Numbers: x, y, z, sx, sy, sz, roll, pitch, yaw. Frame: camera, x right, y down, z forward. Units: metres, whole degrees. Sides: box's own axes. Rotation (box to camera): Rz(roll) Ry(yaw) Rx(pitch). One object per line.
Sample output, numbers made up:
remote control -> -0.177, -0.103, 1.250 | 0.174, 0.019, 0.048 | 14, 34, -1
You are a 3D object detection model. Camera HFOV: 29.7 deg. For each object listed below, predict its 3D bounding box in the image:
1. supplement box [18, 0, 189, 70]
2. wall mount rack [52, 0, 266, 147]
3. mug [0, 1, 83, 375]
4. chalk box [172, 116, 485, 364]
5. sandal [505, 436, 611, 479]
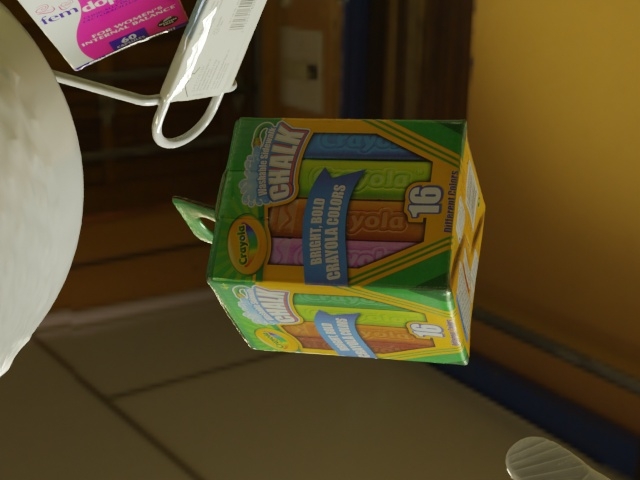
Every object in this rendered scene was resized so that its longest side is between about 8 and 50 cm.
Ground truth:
supplement box -> -0.188, -0.232, 0.944 | 0.111, 0.114, 0.220 | -23, 169, -1
wall mount rack -> -0.194, -0.278, 1.489 | 0.130, 0.350, 0.304 | 42, -146, 24
mug -> -0.279, -0.032, 0.515 | 0.276, 0.374, 0.328 | 5, -160, 4
chalk box -> 0.000, 0.000, 1.162 | 0.289, 0.179, 0.180 | 1, 154, 15
sandal -> 0.344, 0.344, 1.501 | 0.102, 0.076, 0.265 | -38, -125, -19
